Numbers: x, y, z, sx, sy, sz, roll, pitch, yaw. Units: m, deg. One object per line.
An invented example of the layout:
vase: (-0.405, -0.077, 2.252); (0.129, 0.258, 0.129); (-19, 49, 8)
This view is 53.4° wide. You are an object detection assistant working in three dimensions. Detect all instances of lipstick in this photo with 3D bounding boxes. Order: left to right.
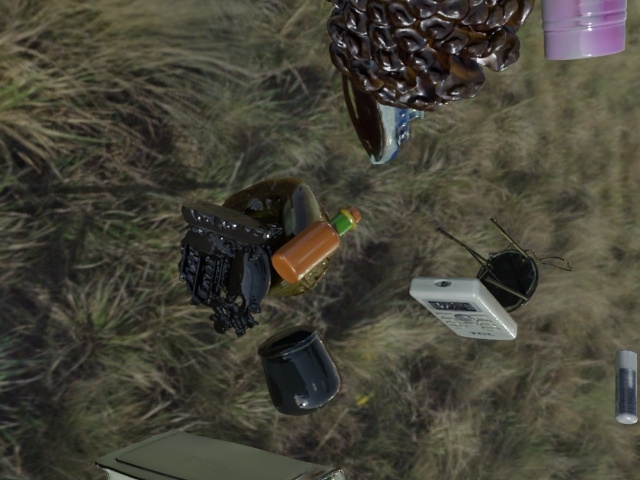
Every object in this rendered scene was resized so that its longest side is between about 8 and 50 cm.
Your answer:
lipstick: (0.602, 0.288, 1.253); (0.040, 0.040, 0.141); (37, 55, -34)

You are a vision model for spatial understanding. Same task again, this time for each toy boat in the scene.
toy boat: (0.108, -0.242, 1.035); (0.115, 0.114, 0.262); (-35, 136, -16)

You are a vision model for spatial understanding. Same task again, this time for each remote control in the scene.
remote control: (0.186, 0.090, 0.806); (0.190, 0.087, 0.029); (39, 58, -52)

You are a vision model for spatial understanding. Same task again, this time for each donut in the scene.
donut: (-0.113, -0.004, 1.541); (0.160, 0.330, 0.330); (24, 57, -54)

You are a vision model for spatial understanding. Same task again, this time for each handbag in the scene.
handbag: (-0.166, 0.429, 1.053); (0.236, 0.358, 0.160); (-12, 102, -59)

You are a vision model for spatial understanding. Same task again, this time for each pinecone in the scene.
pinecone: (0.122, -0.271, 0.766); (0.292, 0.246, 0.246); (-7, 78, -86)

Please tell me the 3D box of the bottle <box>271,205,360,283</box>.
bottle: (0.000, 0.000, 1.140); (0.187, 0.069, 0.069); (-38, 105, -26)

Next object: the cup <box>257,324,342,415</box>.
cup: (-0.051, 0.286, 1.466); (0.223, 0.169, 0.177); (-101, 168, -79)

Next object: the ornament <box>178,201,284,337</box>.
ornament: (-0.215, 0.065, 1.392); (0.106, 0.251, 0.260); (-10, 118, -68)

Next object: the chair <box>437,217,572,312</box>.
chair: (0.392, 0.074, 1.342); (0.325, 0.160, 0.170); (29, 63, -38)

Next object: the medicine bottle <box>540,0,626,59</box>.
medicine bottle: (0.495, -0.480, 1.200); (0.152, 0.152, 0.254); (-32, 120, -50)
